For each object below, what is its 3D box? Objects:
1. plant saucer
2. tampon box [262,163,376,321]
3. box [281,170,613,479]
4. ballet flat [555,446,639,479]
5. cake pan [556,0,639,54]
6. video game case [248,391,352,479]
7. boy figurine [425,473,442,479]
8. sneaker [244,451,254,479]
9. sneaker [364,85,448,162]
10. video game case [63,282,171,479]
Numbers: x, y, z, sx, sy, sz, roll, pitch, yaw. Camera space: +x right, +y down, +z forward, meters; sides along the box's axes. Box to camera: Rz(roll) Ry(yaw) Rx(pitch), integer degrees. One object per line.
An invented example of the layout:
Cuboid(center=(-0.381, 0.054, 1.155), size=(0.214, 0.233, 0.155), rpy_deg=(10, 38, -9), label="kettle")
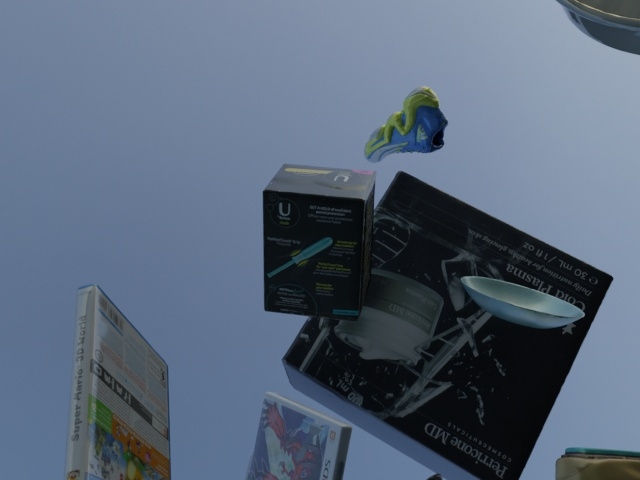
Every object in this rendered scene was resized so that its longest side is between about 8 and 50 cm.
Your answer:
Cuboid(center=(0.312, 0.103, 1.093), size=(0.195, 0.195, 0.037), rpy_deg=(9, -80, -28), label="plant saucer")
Cuboid(center=(0.000, 0.000, 0.844), size=(0.120, 0.101, 0.161), rpy_deg=(6, -64, 10), label="tampon box")
Cuboid(center=(0.249, 0.196, 1.427), size=(0.480, 0.297, 0.472), rpy_deg=(28, -107, 13), label="box")
Cuboid(center=(0.296, 0.190, 0.508), size=(0.080, 0.232, 0.073), rpy_deg=(44, -137, -53), label="ballet flat")
Cuboid(center=(0.338, -0.266, 0.604), size=(0.293, 0.293, 0.054), rpy_deg=(-57, -38, -19), label="cake pan")
Cuboid(center=(-0.039, 0.331, 0.997), size=(0.023, 0.201, 0.183), rpy_deg=(14, -95, -35), label="video game case")
Cuboid(center=(0.219, 0.443, 0.911), size=(0.177, 0.285, 0.092), rpy_deg=(-13, -45, -42), label="boy figurine")
Cuboid(center=(-0.068, 0.471, 1.363), size=(0.153, 0.268, 0.101), rpy_deg=(13, -107, -5), label="sneaker")
Cuboid(center=(0.189, -0.217, 1.504), size=(0.091, 0.240, 0.126), rpy_deg=(-30, -103, -38), label="sneaker")
Cuboid(center=(-0.121, 0.125, 0.428), size=(0.015, 0.119, 0.166), rpy_deg=(-15, -128, 4), label="video game case")
